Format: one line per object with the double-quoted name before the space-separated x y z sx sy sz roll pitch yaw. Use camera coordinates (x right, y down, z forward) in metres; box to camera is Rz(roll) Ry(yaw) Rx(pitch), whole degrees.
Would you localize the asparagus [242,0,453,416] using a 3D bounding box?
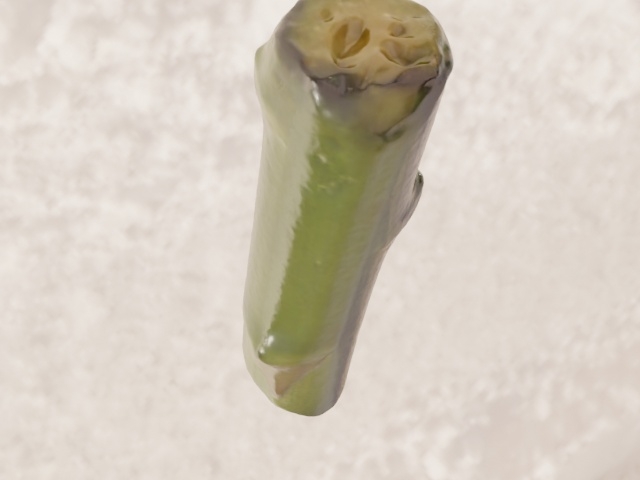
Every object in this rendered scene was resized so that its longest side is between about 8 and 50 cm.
"asparagus" 0.000 -0.002 0.562 0.067 0.060 0.278 -30 158 -24
